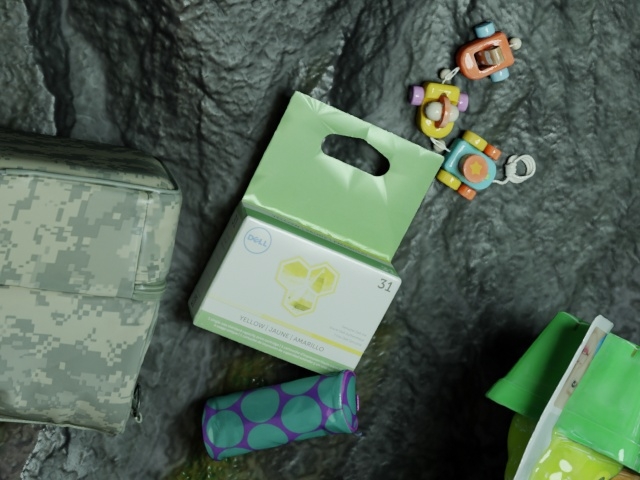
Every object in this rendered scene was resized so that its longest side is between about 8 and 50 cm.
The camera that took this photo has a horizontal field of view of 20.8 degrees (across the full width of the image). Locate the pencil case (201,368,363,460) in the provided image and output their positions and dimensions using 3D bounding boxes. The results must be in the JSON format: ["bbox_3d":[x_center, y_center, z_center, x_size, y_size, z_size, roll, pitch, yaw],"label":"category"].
[{"bbox_3d":[-0.037,0.168,1.664,0.152,0.070,0.064,-12,66,12],"label":"pencil case"}]

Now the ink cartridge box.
[{"bbox_3d":[0.000,0.000,1.650,0.171,0.056,0.235,23,106,-19],"label":"ink cartridge box"}]

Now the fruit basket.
[{"bbox_3d":[0.235,0.259,1.663,0.165,0.327,0.353,18,84,25],"label":"fruit basket"}]

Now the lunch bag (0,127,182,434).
[{"bbox_3d":[-0.289,0.038,1.508,0.305,0.212,0.256,7,101,-16],"label":"lunch bag"}]

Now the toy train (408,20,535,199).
[{"bbox_3d":[0.156,-0.120,1.682,0.125,0.046,0.166,-20,107,-10],"label":"toy train"}]
